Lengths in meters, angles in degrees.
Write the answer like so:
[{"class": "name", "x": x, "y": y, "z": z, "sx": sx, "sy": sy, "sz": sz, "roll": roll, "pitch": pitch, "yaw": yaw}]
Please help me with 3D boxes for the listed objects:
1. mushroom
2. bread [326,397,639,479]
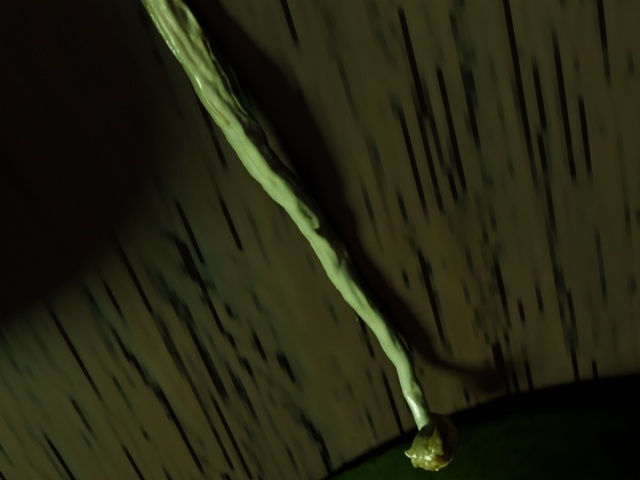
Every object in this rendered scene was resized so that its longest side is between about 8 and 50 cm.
[{"class": "mushroom", "x": -0.003, "y": -0.003, "z": 0.563, "sx": 0.026, "sy": 0.028, "sz": 0.286, "roll": -39, "pitch": 131, "yaw": -11}, {"class": "bread", "x": 0.135, "y": 0.223, "z": 0.756, "sx": 0.382, "sy": 0.129, "sz": 0.366, "roll": -3, "pitch": 140, "yaw": 0}]
